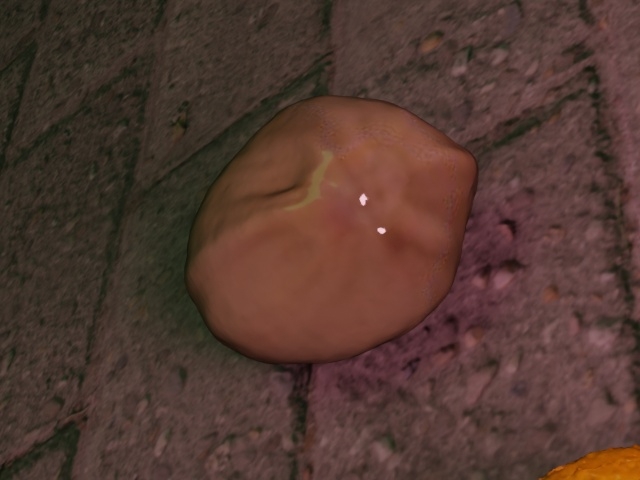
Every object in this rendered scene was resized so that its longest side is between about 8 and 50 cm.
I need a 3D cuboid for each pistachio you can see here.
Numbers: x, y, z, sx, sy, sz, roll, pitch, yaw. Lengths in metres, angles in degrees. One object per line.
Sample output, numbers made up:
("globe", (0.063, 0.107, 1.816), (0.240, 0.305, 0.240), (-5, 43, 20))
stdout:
("pistachio", (0.000, 0.000, 1.361), (0.226, 0.207, 0.332), (-16, -14, -38))

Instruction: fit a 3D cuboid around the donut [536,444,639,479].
("donut", (0.180, 0.218, 0.852), (0.254, 0.118, 0.253), (-11, 41, 9))
